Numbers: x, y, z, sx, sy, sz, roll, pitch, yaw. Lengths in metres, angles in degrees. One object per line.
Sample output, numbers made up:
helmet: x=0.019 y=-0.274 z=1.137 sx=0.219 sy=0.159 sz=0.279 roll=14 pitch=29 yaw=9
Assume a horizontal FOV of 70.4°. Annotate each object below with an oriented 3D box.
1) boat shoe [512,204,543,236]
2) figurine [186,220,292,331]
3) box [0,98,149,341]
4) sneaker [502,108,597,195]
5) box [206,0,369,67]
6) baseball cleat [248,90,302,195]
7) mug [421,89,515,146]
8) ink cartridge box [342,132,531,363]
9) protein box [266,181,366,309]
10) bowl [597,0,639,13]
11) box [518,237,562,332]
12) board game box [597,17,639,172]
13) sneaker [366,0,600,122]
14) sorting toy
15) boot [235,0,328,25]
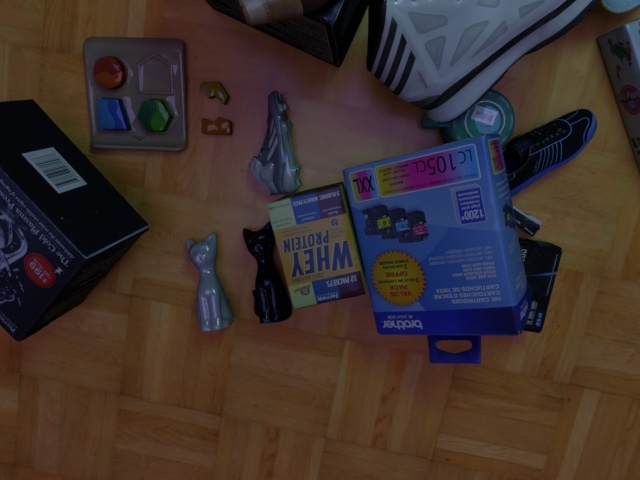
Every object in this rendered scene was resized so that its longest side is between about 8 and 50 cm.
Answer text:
boat shoe: x=0.391 y=-0.051 z=0.927 sx=0.125 sy=0.046 sz=0.038 roll=28 pitch=104 yaw=-4
figurine: x=-0.183 y=0.077 z=0.977 sx=0.215 sy=0.092 sz=0.209 roll=-9 pitch=91 yaw=6
box: x=-0.582 y=-0.036 z=0.892 sx=0.312 sy=0.179 sz=0.343 roll=-40 pitch=94 yaw=28
sneaker: x=0.420 y=-0.178 z=0.868 sx=0.232 sy=0.090 sz=0.081 roll=-41 pitch=50 yaw=10
box: x=-0.068 y=-0.463 z=0.763 sx=0.296 sy=0.294 sz=0.182 roll=25 pitch=99 yaw=-1
baseball cleat: x=-0.103 y=-0.194 z=0.925 sx=0.110 sy=0.072 sz=0.205 roll=-10 pitch=95 yaw=12
mug: x=0.292 y=-0.220 z=0.877 sx=0.158 sy=0.097 sz=0.129 roll=-28 pitch=97 yaw=8
ink cartridge box: x=0.224 y=0.027 z=0.845 sx=0.270 sy=0.151 sz=0.395 roll=-9 pitch=100 yaw=34
protein box: x=0.000 y=0.000 z=0.883 sx=0.136 sy=0.201 sz=0.199 roll=-13 pitch=98 yaw=6
bowl: x=0.502 y=-0.555 z=0.759 sx=0.289 sy=0.289 sz=0.156 roll=-50 pitch=50 yaw=10
box: x=0.388 y=0.083 z=0.932 sx=0.147 sy=0.077 sz=0.180 roll=10 pitch=100 yaw=3
board game box: x=0.690 y=-0.289 z=0.838 sx=0.224 sy=0.097 sz=0.303 roll=-22 pitch=99 yaw=7
sneaker: x=0.232 y=-0.384 z=0.660 sx=0.258 sy=0.169 sz=0.447 roll=17 pitch=137 yaw=-28
sorting toy: x=-0.339 y=-0.301 z=0.938 sx=0.307 sy=0.041 sz=0.229 roll=3 pitch=100 yaw=4
boot: x=-0.047 y=-0.421 z=0.592 sx=0.207 sy=0.090 sz=0.248 roll=-25 pitch=95 yaw=-5
